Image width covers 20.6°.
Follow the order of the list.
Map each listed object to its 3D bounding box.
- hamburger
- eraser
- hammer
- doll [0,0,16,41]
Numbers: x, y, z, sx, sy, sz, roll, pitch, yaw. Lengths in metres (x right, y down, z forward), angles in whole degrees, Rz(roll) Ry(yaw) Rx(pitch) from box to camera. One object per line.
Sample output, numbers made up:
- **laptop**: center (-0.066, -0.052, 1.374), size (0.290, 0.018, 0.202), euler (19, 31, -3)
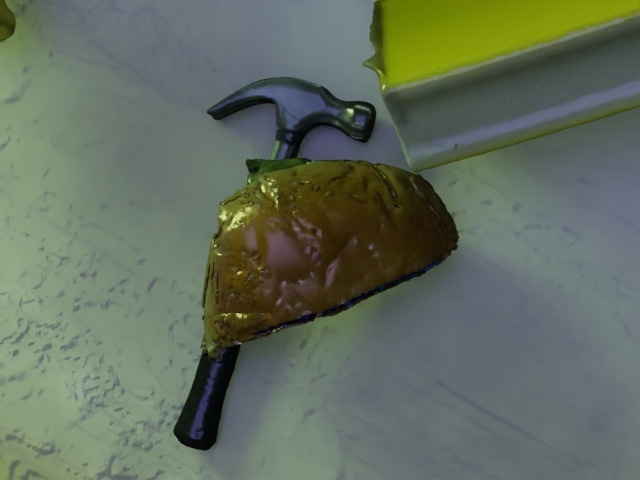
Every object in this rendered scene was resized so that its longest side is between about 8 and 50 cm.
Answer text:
- **hamburger**: center (-0.006, -0.004, 1.069), size (0.176, 0.087, 0.102), euler (-23, 108, -7)
- **eraser**: center (0.141, -0.131, 1.049), size (0.226, 0.158, 0.069), euler (-16, 123, 10)
- **hammer**: center (-0.051, 0.013, 1.132), size (0.103, 0.029, 0.246), euler (19, 89, 8)
- **doll**: center (-0.250, -0.312, 1.120), size (0.199, 0.145, 0.363), euler (4, 80, -35)
